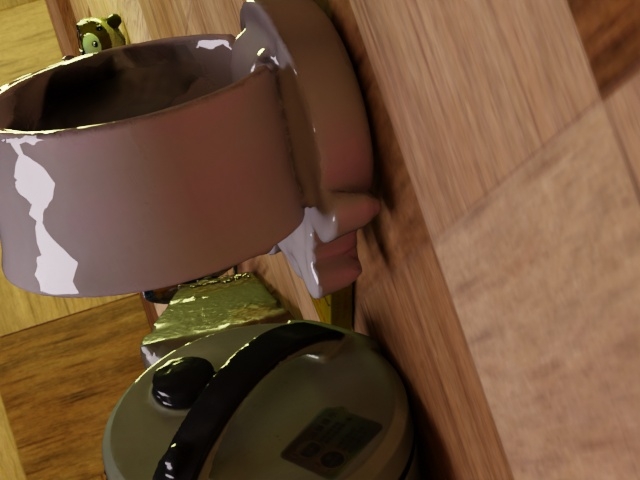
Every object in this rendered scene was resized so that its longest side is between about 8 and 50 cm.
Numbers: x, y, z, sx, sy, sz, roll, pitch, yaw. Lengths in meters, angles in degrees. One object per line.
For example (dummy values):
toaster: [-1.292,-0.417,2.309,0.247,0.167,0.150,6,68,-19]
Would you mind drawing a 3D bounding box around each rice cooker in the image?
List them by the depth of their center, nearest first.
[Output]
rice cooker: [-0.029,0.179,1.192,0.226,0.226,0.244,-122,16,-56]

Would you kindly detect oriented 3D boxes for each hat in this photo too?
hat: [-0.277,-0.255,2.247,0.076,0.059,0.077,55,-163,-65]

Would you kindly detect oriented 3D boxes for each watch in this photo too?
watch: [-0.098,-0.040,1.088,0.244,0.231,0.196,-145,39,-65]

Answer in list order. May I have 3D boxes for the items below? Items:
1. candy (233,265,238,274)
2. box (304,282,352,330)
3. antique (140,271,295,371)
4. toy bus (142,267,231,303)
candy: [-0.091,0.059,1.855,0.035,0.035,0.123,-127,29,-54]
box: [0.000,0.000,1.251,0.155,0.023,0.087,89,163,-59]
antique: [-0.086,0.111,1.653,0.284,0.150,0.125,-114,13,-79]
toy bus: [-0.164,-0.031,1.867,0.091,0.103,0.182,12,-124,-68]
